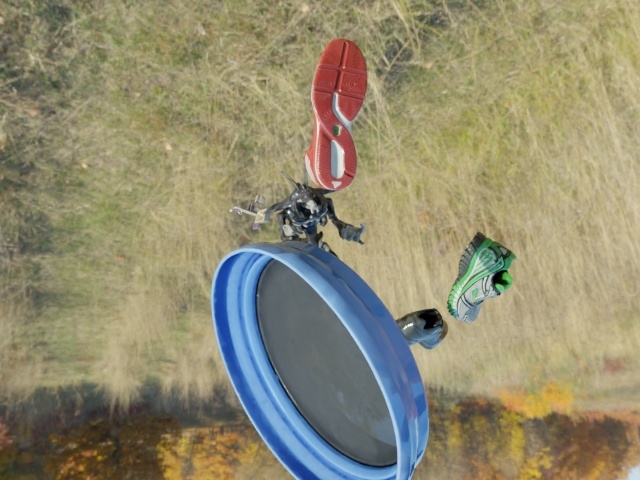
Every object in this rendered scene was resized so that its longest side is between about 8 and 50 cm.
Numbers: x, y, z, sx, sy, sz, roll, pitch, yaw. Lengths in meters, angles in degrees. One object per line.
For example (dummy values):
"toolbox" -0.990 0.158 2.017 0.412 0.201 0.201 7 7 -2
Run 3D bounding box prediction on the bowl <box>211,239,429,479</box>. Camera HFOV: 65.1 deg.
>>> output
"bowl" -0.016 0.181 0.697 0.077 0.391 0.391 -24 174 -36

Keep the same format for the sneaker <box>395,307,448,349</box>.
"sneaker" 0.332 0.264 1.535 0.130 0.109 0.286 -40 153 29

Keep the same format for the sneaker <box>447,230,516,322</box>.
"sneaker" 0.475 0.140 1.487 0.146 0.134 0.343 30 144 26

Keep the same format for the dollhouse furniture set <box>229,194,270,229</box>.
"dollhouse furniture set" -0.172 -0.086 1.251 0.081 0.091 0.114 20 169 -23

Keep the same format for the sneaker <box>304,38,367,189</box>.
"sneaker" 0.007 -0.188 0.780 0.087 0.221 0.128 8 -179 -19

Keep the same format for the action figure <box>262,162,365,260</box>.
"action figure" 0.000 0.000 0.924 0.164 0.275 0.141 -22 -158 -20
